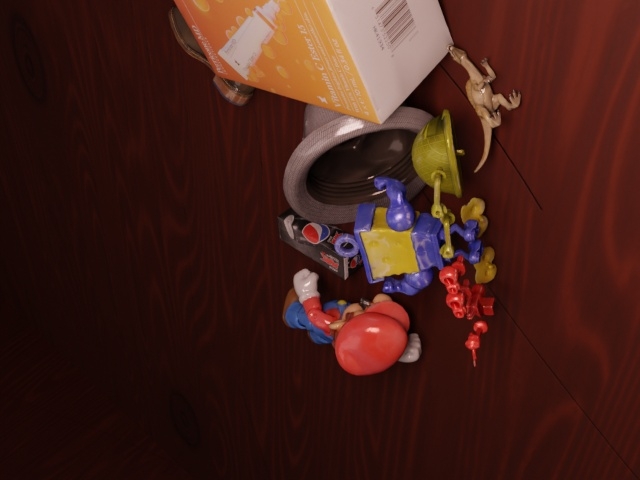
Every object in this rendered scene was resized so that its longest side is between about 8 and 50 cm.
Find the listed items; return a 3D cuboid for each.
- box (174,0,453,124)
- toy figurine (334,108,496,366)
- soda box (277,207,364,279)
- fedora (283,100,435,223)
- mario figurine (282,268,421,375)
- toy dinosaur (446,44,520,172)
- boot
[{"bbox_3d":[-0.026,-0.322,1.406,0.345,0.168,0.215,23,153,42],"label":"box"},{"bbox_3d":[0.110,0.001,1.471,0.217,0.191,0.362,0,133,22],"label":"toy figurine"},{"bbox_3d":[0.000,0.000,1.860,0.169,0.053,0.060,31,143,32],"label":"soda box"},{"bbox_3d":[0.053,-0.146,1.520,0.275,0.244,0.124,85,170,-64],"label":"fedora"},{"bbox_3d":[0.064,0.134,1.847,0.320,0.198,0.170,12,104,62],"label":"mario figurine"},{"bbox_3d":[0.223,-0.181,1.385,0.092,0.053,0.183,23,134,65],"label":"toy dinosaur"},{"bbox_3d":[-0.166,-0.342,1.743,0.219,0.082,0.106,51,128,12],"label":"boot"}]
